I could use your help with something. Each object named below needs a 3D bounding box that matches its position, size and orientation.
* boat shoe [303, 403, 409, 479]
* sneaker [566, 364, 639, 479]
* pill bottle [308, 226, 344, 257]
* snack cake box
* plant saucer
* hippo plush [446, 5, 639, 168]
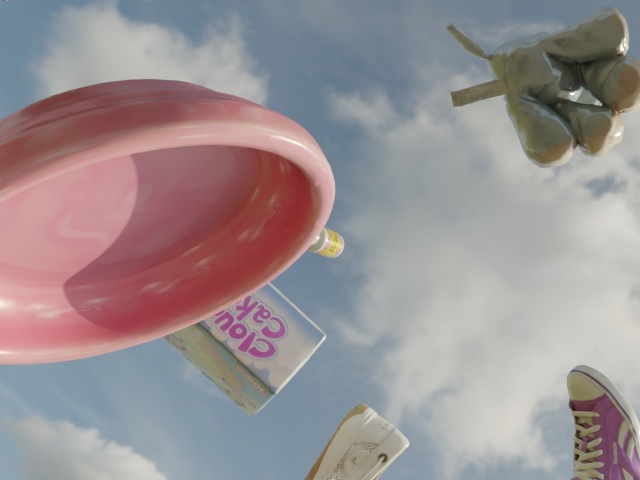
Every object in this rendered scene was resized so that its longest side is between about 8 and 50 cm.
[{"bbox_3d":[0.010,0.335,0.909,0.096,0.098,0.277,32,-88,17],"label":"boat shoe"},{"bbox_3d":[0.462,0.362,1.280,0.282,0.161,0.102,66,-26,1],"label":"sneaker"},{"bbox_3d":[0.000,0.000,1.179,0.043,0.083,0.043,-7,-104,28],"label":"pill bottle"},{"bbox_3d":[-0.133,0.067,0.850,0.264,0.089,0.152,42,-28,4],"label":"snack cake box"},{"bbox_3d":[-0.155,-0.012,0.589,0.332,0.332,0.084,-48,-122,45],"label":"plant saucer"},{"bbox_3d":[0.370,-0.231,1.233,0.295,0.236,0.234,-4,-88,15],"label":"hippo plush"}]
